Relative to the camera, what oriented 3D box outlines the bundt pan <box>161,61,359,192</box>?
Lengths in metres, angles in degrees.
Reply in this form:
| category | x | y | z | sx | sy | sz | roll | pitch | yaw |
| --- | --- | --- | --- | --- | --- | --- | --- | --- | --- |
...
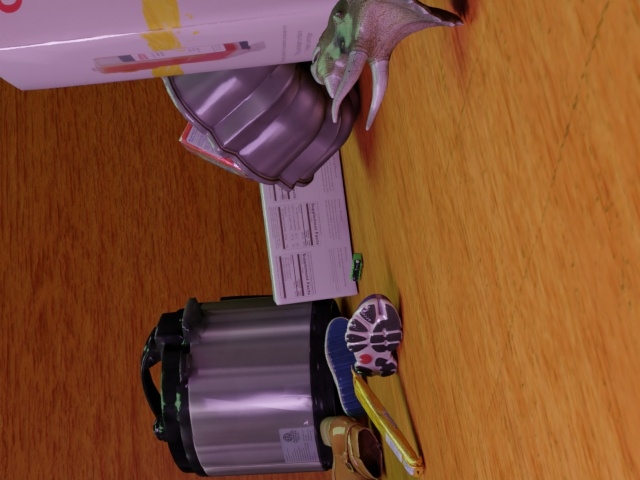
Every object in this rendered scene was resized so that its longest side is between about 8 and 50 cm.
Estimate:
| category | x | y | z | sx | sy | sz | roll | pitch | yaw |
| --- | --- | --- | --- | --- | --- | --- | --- | --- | --- |
| bundt pan | -0.069 | -0.234 | 0.979 | 0.331 | 0.124 | 0.331 | 42 | -151 | -29 |

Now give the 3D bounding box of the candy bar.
| category | x | y | z | sx | sy | sz | roll | pitch | yaw |
| --- | --- | --- | --- | --- | --- | --- | --- | --- | --- |
| candy bar | 0.077 | 0.219 | 0.928 | 0.161 | 0.018 | 0.040 | 51 | 158 | 41 |

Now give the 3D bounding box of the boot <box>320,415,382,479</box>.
| category | x | y | z | sx | sy | sz | roll | pitch | yaw |
| --- | --- | --- | --- | --- | --- | --- | --- | --- | --- |
| boot | 0.072 | 0.396 | 1.322 | 0.197 | 0.073 | 0.152 | 62 | 156 | -6 |

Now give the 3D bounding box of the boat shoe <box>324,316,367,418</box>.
| category | x | y | z | sx | sy | sz | roll | pitch | yaw |
| --- | --- | --- | --- | --- | --- | --- | --- | --- | --- |
| boat shoe | 0.045 | 0.232 | 1.392 | 0.066 | 0.066 | 0.183 | 92 | 170 | -73 |

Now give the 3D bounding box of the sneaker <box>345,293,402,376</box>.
| category | x | y | z | sx | sy | sz | roll | pitch | yaw |
| --- | --- | --- | --- | --- | --- | --- | --- | --- | --- |
| sneaker | 0.063 | 0.110 | 0.956 | 0.170 | 0.068 | 0.071 | 88 | 179 | -57 |

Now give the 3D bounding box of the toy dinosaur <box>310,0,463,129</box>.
| category | x | y | z | sx | sy | sz | roll | pitch | yaw |
| --- | --- | --- | --- | --- | --- | --- | --- | --- | --- |
| toy dinosaur | 0.047 | -0.227 | 0.442 | 0.314 | 0.120 | 0.160 | 99 | 152 | -60 |

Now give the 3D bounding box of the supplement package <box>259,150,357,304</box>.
| category | x | y | z | sx | sy | sz | roll | pitch | yaw |
| --- | --- | --- | --- | --- | --- | --- | --- | --- | --- |
| supplement package | -0.029 | -0.023 | 1.401 | 0.204 | 0.145 | 0.262 | 153 | 111 | -85 |

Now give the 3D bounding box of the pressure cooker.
| category | x | y | z | sx | sy | sz | roll | pitch | yaw |
| --- | --- | --- | --- | --- | --- | --- | --- | --- | --- |
| pressure cooker | -0.158 | 0.296 | 1.584 | 0.375 | 0.420 | 0.370 | 45 | -140 | -80 |

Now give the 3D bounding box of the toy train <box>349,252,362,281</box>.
| category | x | y | z | sx | sy | sz | roll | pitch | yaw |
| --- | --- | --- | --- | --- | --- | --- | --- | --- | --- |
| toy train | 0.057 | 0.044 | 1.233 | 0.083 | 0.017 | 0.024 | 92 | 179 | -67 |

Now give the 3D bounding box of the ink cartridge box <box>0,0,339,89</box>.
| category | x | y | z | sx | sy | sz | roll | pitch | yaw |
| --- | --- | --- | --- | --- | --- | --- | --- | --- | --- |
| ink cartridge box | -0.139 | -0.314 | 0.738 | 0.160 | 0.384 | 0.280 | 139 | 124 | -85 |

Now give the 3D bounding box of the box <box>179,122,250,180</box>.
| category | x | y | z | sx | sy | sz | roll | pitch | yaw |
| --- | --- | --- | --- | --- | --- | --- | --- | --- | --- |
| box | -0.137 | -0.283 | 1.486 | 0.142 | 0.154 | 0.300 | 176 | 119 | -86 |
